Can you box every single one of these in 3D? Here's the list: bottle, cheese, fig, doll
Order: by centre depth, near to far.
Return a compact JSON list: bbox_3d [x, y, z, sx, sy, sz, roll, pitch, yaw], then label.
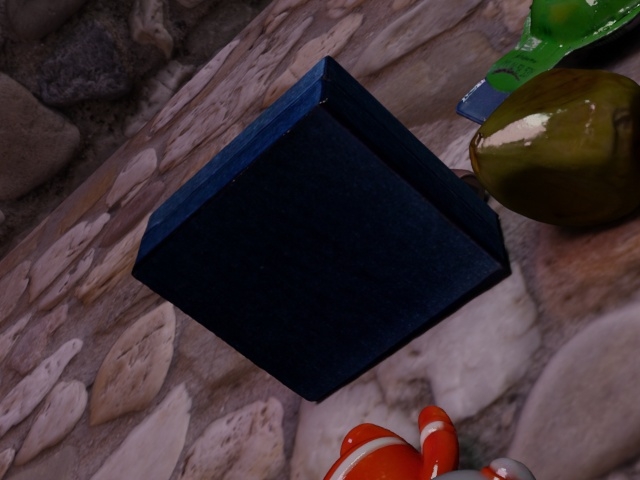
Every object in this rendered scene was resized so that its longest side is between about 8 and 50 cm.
[{"bbox_3d":[0.078,0.228,0.729,0.200,0.105,0.336,-54,17,-12],"label":"doll"},{"bbox_3d":[0.219,-0.083,0.867,0.166,0.154,0.144,-17,-19,-5],"label":"fig"},{"bbox_3d":[0.281,-0.249,1.068,0.320,0.083,0.204,-47,26,3],"label":"cheese"},{"bbox_3d":[0.130,-0.058,1.091,0.053,0.053,0.140,-55,25,-10],"label":"bottle"}]

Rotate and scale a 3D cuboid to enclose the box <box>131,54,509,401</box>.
[{"bbox_3d":[0.000,0.000,0.978,0.279,0.261,0.116,-38,25,27],"label":"box"}]
